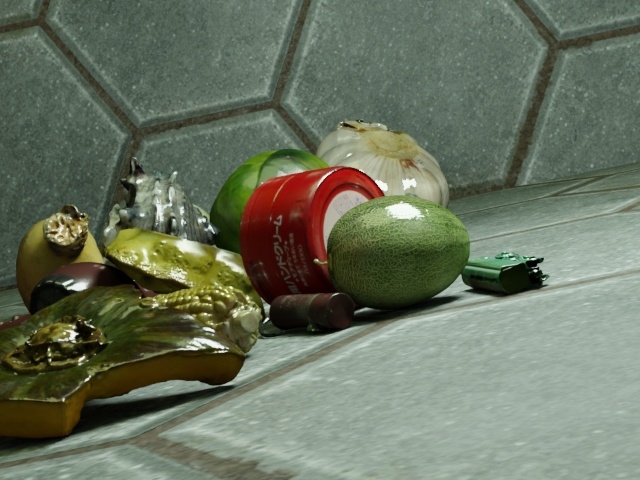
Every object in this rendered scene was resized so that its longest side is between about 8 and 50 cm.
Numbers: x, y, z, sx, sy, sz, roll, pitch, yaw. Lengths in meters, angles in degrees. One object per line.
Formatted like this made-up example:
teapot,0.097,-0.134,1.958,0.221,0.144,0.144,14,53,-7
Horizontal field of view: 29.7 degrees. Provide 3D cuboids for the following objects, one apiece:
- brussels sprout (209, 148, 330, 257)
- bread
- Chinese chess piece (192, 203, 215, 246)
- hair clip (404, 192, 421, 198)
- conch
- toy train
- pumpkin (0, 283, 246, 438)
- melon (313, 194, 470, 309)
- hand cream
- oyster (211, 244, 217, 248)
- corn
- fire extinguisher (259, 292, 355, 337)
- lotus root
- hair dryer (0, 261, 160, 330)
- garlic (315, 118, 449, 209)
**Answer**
brussels sprout,-0.043,-0.035,2.047,0.271,0.210,0.219,27,40,6
bread,-0.183,0.042,1.665,0.233,0.088,0.160,18,-9,-16
Chinese chess piece,-0.297,0.027,2.236,0.237,0.092,0.238,-34,-7,-5
hair clip,0.103,0.002,1.875,0.091,0.138,0.321,23,18,23
conch,-0.291,0.008,1.995,0.186,0.313,0.241,14,-55,-34
toy train,0.224,0.039,1.461,0.070,0.038,0.148,-15,5,-12
pumpkin,-0.260,0.127,1.186,0.290,0.095,0.258,-24,21,-28
melon,0.085,0.015,1.464,0.192,0.139,0.139,-9,3,-11
hand cream,0.000,0.000,1.583,0.125,0.193,0.193,-10,4,41
oyster,-0.183,0.053,2.144,0.199,0.087,0.252,-4,10,13
corn,-0.176,0.102,1.411,0.086,0.087,0.288,-15,3,-44
fire extinguisher,-0.026,0.090,1.446,0.078,0.045,0.157,-39,19,-30
lotus root,-0.401,0.057,1.859,0.130,0.146,0.303,-21,-25,-19
hair dryer,-0.402,0.134,1.739,0.340,0.123,0.312,-22,-10,13
garlic,0.125,-0.112,2.540,0.321,0.241,0.322,-5,44,5
